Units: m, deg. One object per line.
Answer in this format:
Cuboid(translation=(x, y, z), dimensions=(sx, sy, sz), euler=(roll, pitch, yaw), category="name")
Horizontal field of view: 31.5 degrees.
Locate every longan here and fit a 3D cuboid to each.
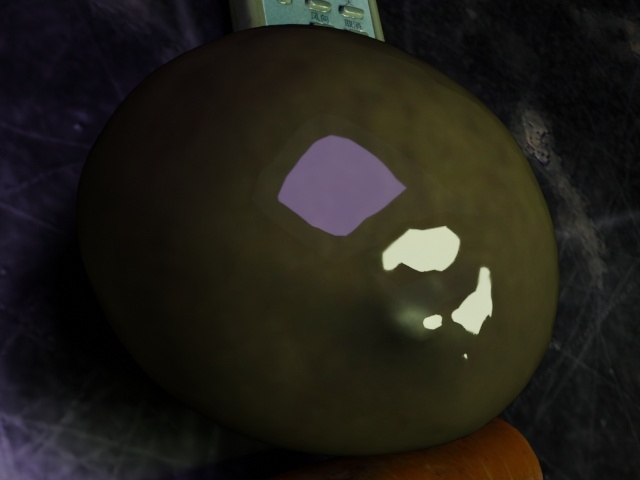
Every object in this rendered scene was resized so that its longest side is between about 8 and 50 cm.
Cuboid(translation=(0.000, 0.000, 0.517), dimensions=(0.220, 0.196, 0.196), euler=(20, 56, -10), category="longan")

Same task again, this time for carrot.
Cuboid(translation=(0.028, 0.136, 0.531), dimensions=(0.193, 0.087, 0.087), euler=(-12, 73, -36), category="carrot")

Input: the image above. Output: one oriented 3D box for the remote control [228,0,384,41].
Cuboid(translation=(-0.013, -0.160, 0.692), dimensions=(0.098, 0.038, 0.233), euler=(5, 62, -32), category="remote control")
